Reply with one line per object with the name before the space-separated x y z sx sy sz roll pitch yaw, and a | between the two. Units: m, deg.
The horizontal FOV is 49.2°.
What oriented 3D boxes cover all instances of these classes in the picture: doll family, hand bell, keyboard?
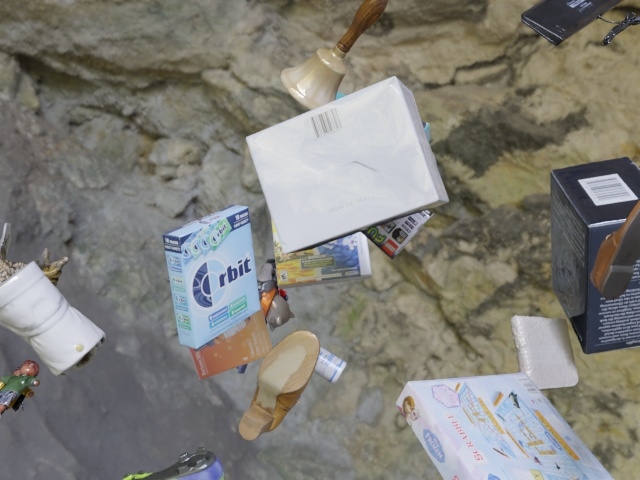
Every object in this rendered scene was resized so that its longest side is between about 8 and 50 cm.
doll family | -0.465 0.203 0.967 0.111 0.193 0.076 -59 152 -52
hand bell | 0.045 -0.352 1.239 0.126 0.242 0.126 28 33 -20
keyboard | 0.623 -0.521 1.618 0.201 0.317 0.033 41 -32 23

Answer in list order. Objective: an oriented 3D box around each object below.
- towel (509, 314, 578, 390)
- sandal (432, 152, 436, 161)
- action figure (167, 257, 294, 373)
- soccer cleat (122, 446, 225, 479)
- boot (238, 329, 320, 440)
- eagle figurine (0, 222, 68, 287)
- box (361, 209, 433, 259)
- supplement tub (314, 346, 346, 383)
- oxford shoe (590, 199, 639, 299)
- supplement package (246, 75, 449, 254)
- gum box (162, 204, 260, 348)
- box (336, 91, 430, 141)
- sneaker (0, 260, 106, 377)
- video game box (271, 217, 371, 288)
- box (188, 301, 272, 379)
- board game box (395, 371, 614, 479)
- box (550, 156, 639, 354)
towel | 0.569 0.285 1.777 0.282 0.049 0.187 10 66 -46
sandal | 0.200 -0.158 1.897 0.169 0.102 0.416 24 -19 -1
action figure | -0.230 0.177 1.842 0.330 0.341 0.178 14 -1 21
soccer cleat | -0.347 0.555 1.531 0.093 0.289 0.121 -109 178 -73
boot | -0.069 0.299 1.552 0.104 0.295 0.211 34 15 11
eagle figurine | -0.577 0.096 1.168 0.225 0.298 0.226 -3 -80 47
box | 0.095 -0.075 1.303 0.207 0.114 0.036 43 23 7
supplement tub | 0.010 0.338 1.918 0.107 0.071 0.071 31 -6 5
oxford shoe | 0.560 0.001 1.296 0.076 0.212 0.076 12 25 -22
supplement package | 0.047 -0.116 1.141 0.145 0.262 0.204 -7 78 -73
gum box | -0.167 0.054 1.103 0.041 0.157 0.184 9 -67 34
box | 0.099 -0.231 1.470 0.244 0.100 0.060 23 -21 22
sneaker | -0.406 0.126 1.008 0.169 0.108 0.292 52 -24 -14
video game box | 0.000 0.000 1.513 0.048 0.205 0.187 86 -3 -74
box | -0.204 0.201 1.506 0.091 0.170 0.130 -139 -148 -65
board game box | 0.347 0.385 1.283 0.318 0.066 0.319 4 34 -31
box | 0.730 0.038 1.775 0.293 0.212 0.395 -92 172 -58
